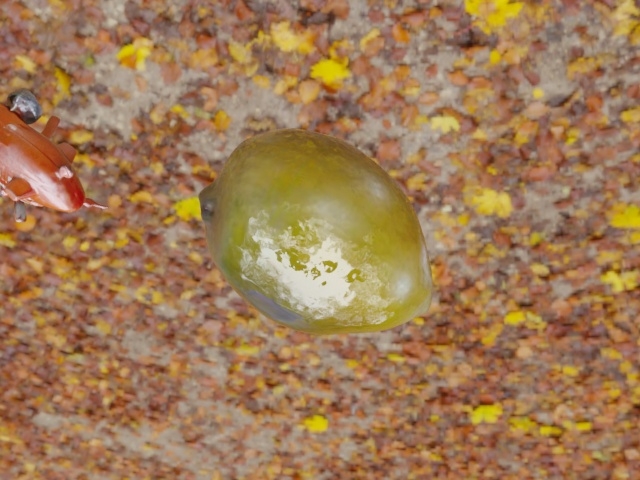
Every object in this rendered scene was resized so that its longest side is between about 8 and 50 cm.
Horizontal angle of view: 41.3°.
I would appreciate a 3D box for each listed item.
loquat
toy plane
[{"bbox_3d":[0.000,0.000,0.644,0.195,0.152,0.152,25,139,-9],"label":"loquat"},{"bbox_3d":[-0.242,-0.087,0.603,0.126,0.194,0.077,-26,163,-36],"label":"toy plane"}]
